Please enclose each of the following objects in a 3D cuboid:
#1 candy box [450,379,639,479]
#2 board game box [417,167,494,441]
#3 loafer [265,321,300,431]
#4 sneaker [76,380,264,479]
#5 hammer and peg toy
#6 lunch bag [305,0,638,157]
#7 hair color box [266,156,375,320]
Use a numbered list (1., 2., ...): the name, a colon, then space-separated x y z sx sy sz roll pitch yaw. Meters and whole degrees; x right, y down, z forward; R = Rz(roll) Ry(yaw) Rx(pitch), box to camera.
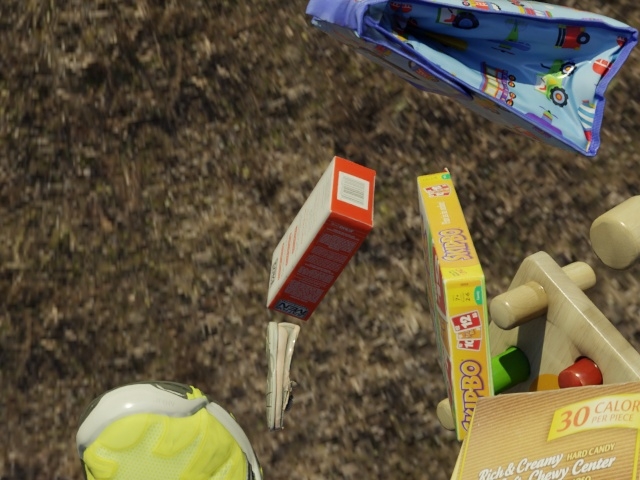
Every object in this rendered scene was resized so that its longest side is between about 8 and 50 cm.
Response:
1. candy box: 0.132 0.240 0.824 0.087 0.183 0.316 37 60 -28
2. board game box: 0.101 0.038 1.094 0.039 0.259 0.124 -5 110 4
3. loafer: -0.041 0.155 1.632 0.039 0.045 0.125 1 82 -10
4. sneaker: -0.099 0.283 1.170 0.145 0.147 0.384 -15 120 -1
5. hammer and peg toy: 0.270 0.147 1.421 0.127 0.266 0.361 -21 149 -32
6. lunch bag: 0.129 -0.201 1.430 0.293 0.221 0.138 16 99 -13
7. hair color box: 0.000 0.000 1.272 0.043 0.072 0.141 20 135 -15
